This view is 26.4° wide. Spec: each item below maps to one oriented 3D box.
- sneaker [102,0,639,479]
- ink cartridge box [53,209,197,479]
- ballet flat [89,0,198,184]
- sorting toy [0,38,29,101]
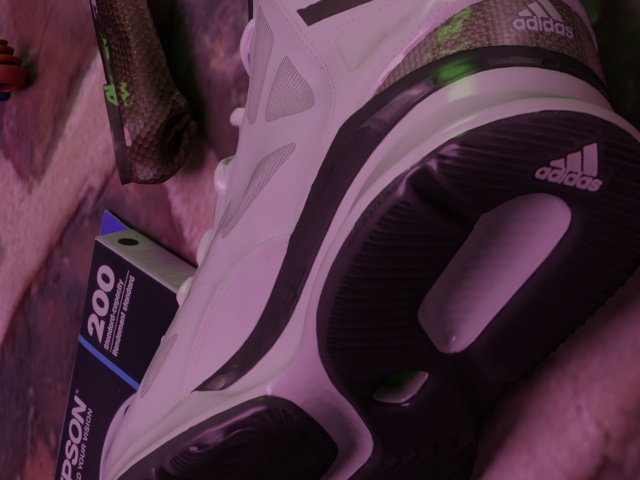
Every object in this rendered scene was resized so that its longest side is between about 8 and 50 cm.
[{"bbox_3d":[0.001,0.000,0.730,0.447,0.169,0.258,-52,34,42],"label":"sneaker"},{"bbox_3d":[-0.131,0.107,0.930,0.208,0.045,0.206,30,112,47],"label":"ink cartridge box"},{"bbox_3d":[-0.126,-0.154,0.923,0.084,0.058,0.250,95,165,-67],"label":"ballet flat"},{"bbox_3d":[-0.275,-0.136,1.088,0.102,0.061,0.042,-9,82,26],"label":"sorting toy"}]
